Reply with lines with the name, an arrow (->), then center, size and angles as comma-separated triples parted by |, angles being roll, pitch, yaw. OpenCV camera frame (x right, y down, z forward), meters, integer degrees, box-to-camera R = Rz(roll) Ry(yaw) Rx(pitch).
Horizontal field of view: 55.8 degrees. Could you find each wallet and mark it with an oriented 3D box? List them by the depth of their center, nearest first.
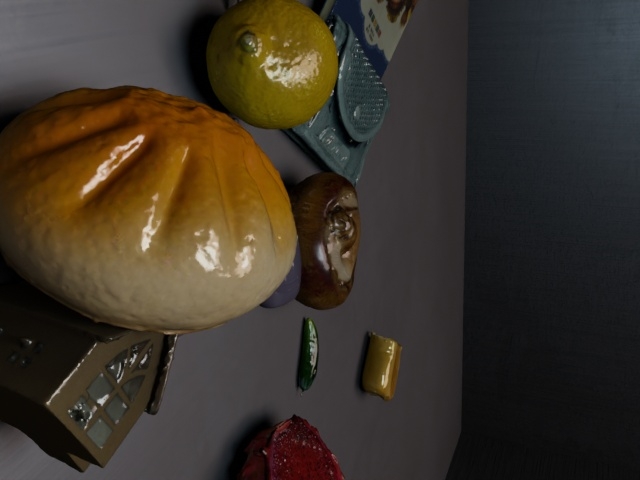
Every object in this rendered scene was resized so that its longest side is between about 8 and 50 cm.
wallet -> 0.051, -0.260, 1.216 | 0.237, 0.075, 0.342 | -65, 152, -6

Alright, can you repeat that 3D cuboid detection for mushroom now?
mushroom -> 0.000, 0.000, 1.115 | 0.253, 0.153, 0.253 | 5, 90, -71

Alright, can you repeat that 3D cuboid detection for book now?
book -> 0.110, -0.492, 1.275 | 0.428, 0.039, 0.300 | -66, 154, -7

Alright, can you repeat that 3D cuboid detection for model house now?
model house -> -0.214, 0.085, 0.619 | 0.248, 0.180, 0.176 | -57, 147, -37

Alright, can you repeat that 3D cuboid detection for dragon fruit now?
dragon fruit -> -0.074, 0.429, 1.083 | 0.189, 0.163, 0.261 | -55, 153, 7

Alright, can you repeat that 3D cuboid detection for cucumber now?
cucumber -> -0.023, 0.245, 1.270 | 0.039, 0.039, 0.168 | 5, 90, -66

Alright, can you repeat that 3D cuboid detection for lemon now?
lemon -> -0.069, -0.255, 0.870 | 0.244, 0.186, 0.187 | -11, 106, -68

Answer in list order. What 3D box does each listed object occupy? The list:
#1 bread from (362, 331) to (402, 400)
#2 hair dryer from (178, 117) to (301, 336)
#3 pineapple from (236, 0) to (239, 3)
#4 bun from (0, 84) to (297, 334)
bread -> 0.165, 0.345, 1.653 | 0.134, 0.085, 0.173 | 51, 48, -62
hair dryer -> -0.166, 0.027, 0.840 | 0.361, 0.121, 0.301 | -48, 129, -45
pineapple -> -0.115, -0.423, 0.787 | 0.340, 0.169, 0.169 | 12, 85, -74
bun -> -0.148, -0.056, 0.580 | 0.165, 0.299, 0.299 | -59, 167, 27
